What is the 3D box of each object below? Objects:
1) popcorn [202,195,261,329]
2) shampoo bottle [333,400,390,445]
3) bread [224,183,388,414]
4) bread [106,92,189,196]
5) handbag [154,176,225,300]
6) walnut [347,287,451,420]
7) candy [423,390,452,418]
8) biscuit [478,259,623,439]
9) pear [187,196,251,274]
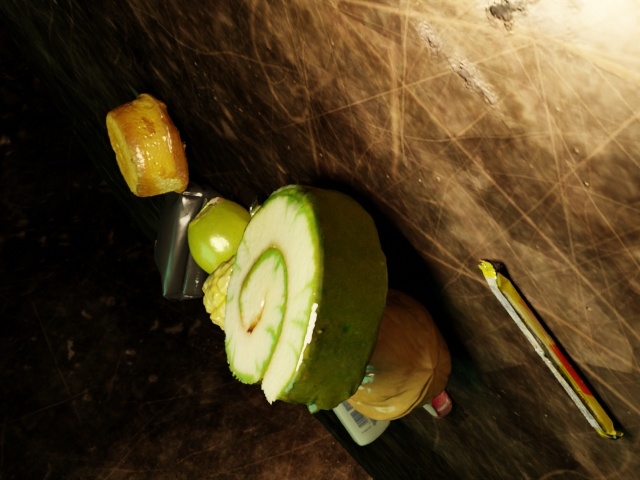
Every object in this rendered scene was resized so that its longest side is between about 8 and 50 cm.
[{"bbox_3d":[-0.125,0.103,1.646,0.237,0.293,0.293,30,168,-10],"label":"popcorn"},{"bbox_3d":[0.059,0.355,1.931,0.359,0.134,0.078,58,164,-21],"label":"shampoo bottle"},{"bbox_3d":[-0.032,0.100,1.205,0.366,0.129,0.382,-54,36,41],"label":"bread"},{"bbox_3d":[-0.424,-0.230,1.838,0.268,0.145,0.268,47,150,38],"label":"bread"},{"bbox_3d":[-0.381,-0.025,2.070,0.288,0.152,0.342,43,121,55],"label":"handbag"},{"bbox_3d":[0.111,0.192,1.277,0.228,0.228,0.228,45,164,16],"label":"walnut"},{"bbox_3d":[0.225,0.319,1.548,0.103,0.043,0.103,45,164,16],"label":"candy"},{"bbox_3d":[0.292,0.143,0.966,0.292,0.026,0.048,52,169,-8],"label":"biscuit"},{"bbox_3d":[-0.217,0.012,1.817,0.220,0.187,0.187,51,165,-18],"label":"pear"}]
